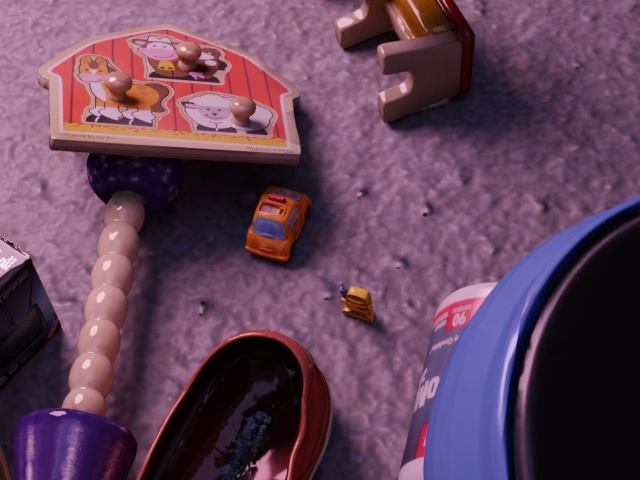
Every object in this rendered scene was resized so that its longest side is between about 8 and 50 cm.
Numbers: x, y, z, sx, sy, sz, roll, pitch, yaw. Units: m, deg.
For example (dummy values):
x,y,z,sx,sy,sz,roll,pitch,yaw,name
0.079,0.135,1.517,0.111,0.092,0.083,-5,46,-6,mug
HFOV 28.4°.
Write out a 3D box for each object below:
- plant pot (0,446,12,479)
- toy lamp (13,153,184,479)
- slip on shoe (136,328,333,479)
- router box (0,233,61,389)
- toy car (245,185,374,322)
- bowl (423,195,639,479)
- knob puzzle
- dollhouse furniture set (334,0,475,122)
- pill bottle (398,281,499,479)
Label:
x,y,z,sx,sy,sz,roll,pitch,yaw,name
-0.329,0.189,0.689,0.254,0.237,0.237,-13,56,12,plant pot
-0.145,0.062,0.829,0.080,0.080,0.274,3,55,6,toy lamp
-0.084,0.192,0.726,0.123,0.101,0.331,19,62,13,slip on shoe
-0.229,0.066,0.820,0.038,0.092,0.122,31,65,21,router box
0.000,0.000,0.878,0.122,0.040,0.060,31,64,22,toy car
0.252,0.141,0.678,0.391,0.077,0.391,7,61,-13,bowl
-0.108,-0.121,0.926,0.213,0.030,0.213,7,33,-5,knob puzzle
0.042,-0.306,0.976,0.152,0.201,0.374,-21,58,-9,dollhouse furniture set
0.104,0.126,0.749,0.108,0.108,0.180,10,58,10,pill bottle
